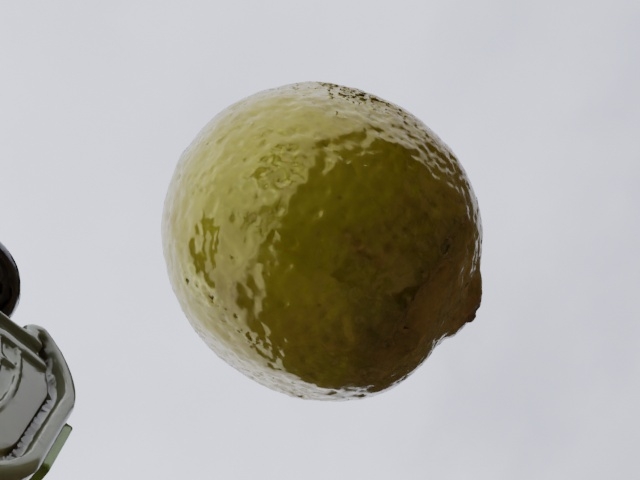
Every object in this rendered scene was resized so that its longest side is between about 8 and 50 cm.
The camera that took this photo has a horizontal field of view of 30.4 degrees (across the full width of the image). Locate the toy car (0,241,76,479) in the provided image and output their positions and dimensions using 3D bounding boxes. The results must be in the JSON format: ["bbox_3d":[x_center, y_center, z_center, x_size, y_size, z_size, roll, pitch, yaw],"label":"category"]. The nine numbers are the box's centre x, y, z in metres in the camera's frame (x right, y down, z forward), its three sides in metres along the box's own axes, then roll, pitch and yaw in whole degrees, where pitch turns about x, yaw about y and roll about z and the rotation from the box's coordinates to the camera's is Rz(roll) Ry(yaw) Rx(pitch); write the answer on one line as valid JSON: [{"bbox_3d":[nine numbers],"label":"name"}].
[{"bbox_3d":[-0.255,0.068,0.510,0.248,0.204,0.198,39,-77,-9],"label":"toy car"}]

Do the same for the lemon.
[{"bbox_3d":[0.001,0.001,1.010,0.293,0.293,0.293,-26,-50,-35],"label":"lemon"}]
